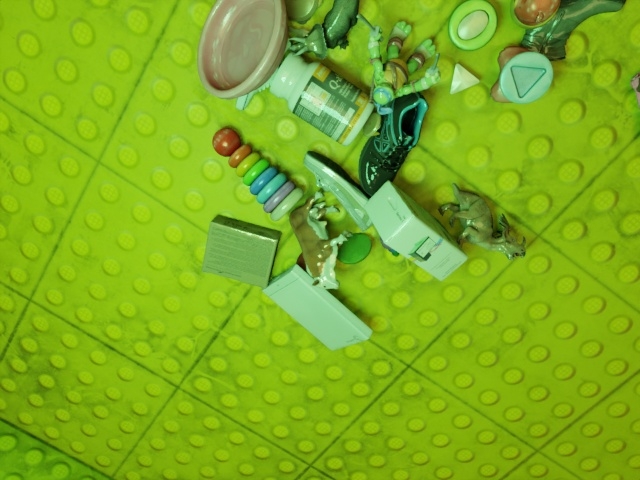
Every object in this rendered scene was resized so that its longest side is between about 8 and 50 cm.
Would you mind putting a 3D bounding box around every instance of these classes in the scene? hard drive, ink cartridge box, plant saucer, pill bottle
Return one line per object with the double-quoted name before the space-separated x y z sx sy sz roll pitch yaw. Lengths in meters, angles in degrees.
"hard drive" -0.019 0.244 1.497 0.353 0.047 0.233 42 141 -11
"ink cartridge box" -0.271 0.038 1.474 0.235 0.088 0.193 16 113 -2
"plant saucer" -0.206 -0.542 1.172 0.332 0.084 0.332 -6 80 38
"ink cartridge box" 0.284 -0.028 1.292 0.278 0.201 0.117 31 113 -33
"pill bottle" 0.005 -0.410 1.240 0.278 0.162 0.162 32 110 -8

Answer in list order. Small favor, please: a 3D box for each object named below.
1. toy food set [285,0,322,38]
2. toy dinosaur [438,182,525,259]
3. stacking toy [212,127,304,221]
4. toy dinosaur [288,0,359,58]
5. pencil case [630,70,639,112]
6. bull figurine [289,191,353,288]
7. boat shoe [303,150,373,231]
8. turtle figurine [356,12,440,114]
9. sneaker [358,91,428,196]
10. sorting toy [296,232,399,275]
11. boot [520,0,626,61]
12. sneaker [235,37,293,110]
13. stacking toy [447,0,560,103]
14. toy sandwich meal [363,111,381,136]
"toy food set" -0.059 -0.686 1.211 0.132 0.038 0.192 22 121 2
"toy dinosaur" 0.506 -0.065 1.358 0.200 0.127 0.295 -23 95 5
"stacking toy" -0.213 -0.217 1.355 0.330 0.141 0.141 44 108 -7
"toy dinosaur" 0.056 -0.604 1.161 0.121 0.160 0.313 41 109 -11
"pencil case" 0.944 -0.386 1.212 0.098 0.095 0.209 -17 107 28
"bull figurine" 0.000 0.000 1.357 0.188 0.101 0.310 -39 63 21
"boat shoe" 0.062 -0.156 1.360 0.320 0.118 0.103 38 110 -19
"turtle figurine" 0.227 -0.491 1.116 0.198 0.266 0.274 12 141 19
"sneaker" 0.210 -0.281 1.272 0.125 0.139 0.340 8 115 -20
"sorting toy" 0.105 0.068 1.460 0.366 0.127 0.126 -17 132 13
"boot" 0.676 -0.577 1.172 0.247 0.083 0.161 3 116 12
"sneaker" -0.168 -0.489 1.262 0.091 0.094 0.258 24 118 -20
"stacking toy" 0.482 -0.515 1.140 0.280 0.130 0.309 1 116 17
"toy sandwich meal" 0.155 -0.338 1.264 0.029 0.085 0.085 16 114 -30
